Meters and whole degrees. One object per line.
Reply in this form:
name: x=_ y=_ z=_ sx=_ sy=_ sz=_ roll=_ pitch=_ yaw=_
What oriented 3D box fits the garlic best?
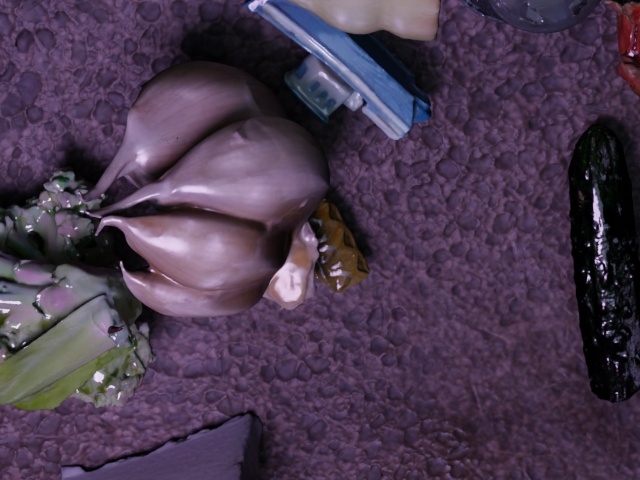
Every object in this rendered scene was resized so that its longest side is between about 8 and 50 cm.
garlic: x=-0.108 y=-0.045 z=1.529 sx=0.237 sy=0.210 sz=0.292 roll=-53 pitch=146 yaw=2

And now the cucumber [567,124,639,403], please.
cucumber: x=0.303 y=0.027 z=1.658 sx=0.072 sy=0.081 sz=0.303 roll=1 pitch=115 yaw=30

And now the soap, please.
soap: x=-0.139 y=0.378 z=1.747 sx=0.258 sy=0.159 sz=0.302 roll=-21 pitch=112 yaw=5

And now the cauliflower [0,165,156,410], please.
cauliflower: x=-0.255 y=0.067 z=1.564 sx=0.315 sy=0.239 sz=0.256 roll=-3 pitch=122 yaw=48

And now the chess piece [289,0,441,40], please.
chess piece: x=-0.097 y=-0.320 z=1.442 sx=0.442 sy=0.234 sz=0.234 roll=6 pitch=111 yaw=3

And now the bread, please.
bread: x=0.000 y=0.000 z=1.650 sx=0.066 sy=0.060 sz=0.110 roll=-15 pitch=115 yaw=38

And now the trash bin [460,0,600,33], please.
trash bin: x=0.207 y=-0.274 z=1.494 sx=0.175 sy=0.161 sz=0.175 roll=-1 pitch=111 yaw=-3

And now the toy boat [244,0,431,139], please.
toy boat: x=0.008 y=-0.171 z=1.568 sx=0.215 sy=0.088 sz=0.102 roll=42 pitch=108 yaw=-17

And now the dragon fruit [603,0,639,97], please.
dragon fruit: x=0.394 y=-0.204 z=1.470 sx=0.244 sy=0.244 sz=0.299 roll=-50 pitch=144 yaw=16
